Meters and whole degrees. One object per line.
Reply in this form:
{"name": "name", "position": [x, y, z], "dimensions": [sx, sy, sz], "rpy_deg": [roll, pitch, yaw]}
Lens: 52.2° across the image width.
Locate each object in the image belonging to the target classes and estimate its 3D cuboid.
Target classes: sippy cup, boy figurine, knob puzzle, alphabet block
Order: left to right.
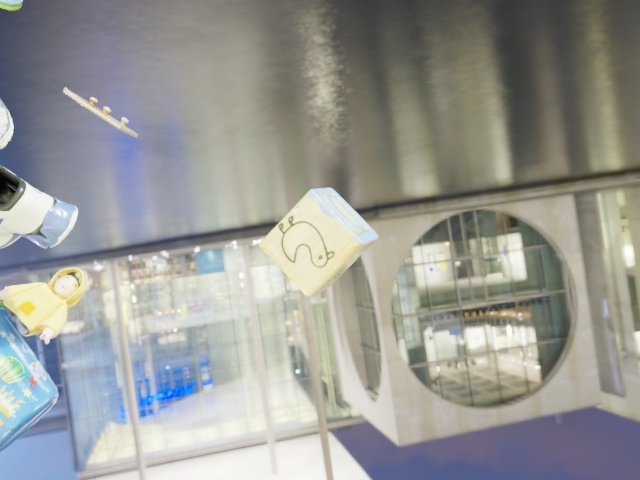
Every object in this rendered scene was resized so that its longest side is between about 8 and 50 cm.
{"name": "sippy cup", "position": [-0.588, 0.246, 1.128], "dimensions": [0.240, 0.224, 0.305], "rpy_deg": [-45, 179, 12]}
{"name": "boy figurine", "position": [-0.627, 0.154, 1.427], "dimensions": [0.285, 0.177, 0.092], "rpy_deg": [-31, 151, -41]}
{"name": "knob puzzle", "position": [-0.552, -0.331, 1.629], "dimensions": [0.213, 0.030, 0.213], "rpy_deg": [33, -178, -1]}
{"name": "alphabet block", "position": [0.000, 0.000, 1.643], "dimensions": [0.197, 0.192, 0.193], "rpy_deg": [-47, 170, 16]}

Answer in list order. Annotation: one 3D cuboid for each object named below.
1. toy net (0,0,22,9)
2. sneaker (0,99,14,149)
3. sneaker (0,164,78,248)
{"name": "toy net", "position": [-0.637, -0.554, 1.337], "dimensions": [0.122, 0.232, 0.045], "rpy_deg": [25, 127, -16]}
{"name": "sneaker", "position": [-0.785, -0.255, 1.507], "dimensions": [0.110, 0.282, 0.122], "rpy_deg": [4, 142, -13]}
{"name": "sneaker", "position": [-0.648, -0.080, 1.313], "dimensions": [0.316, 0.127, 0.182], "rpy_deg": [-1, 146, 36]}
